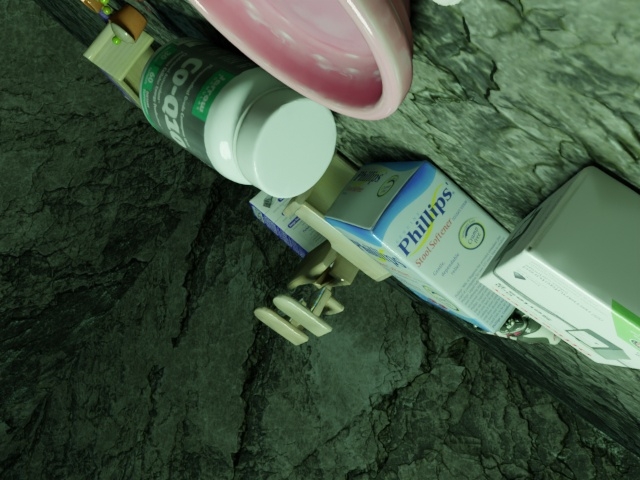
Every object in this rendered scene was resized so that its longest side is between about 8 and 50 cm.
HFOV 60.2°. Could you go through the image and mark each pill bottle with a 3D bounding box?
[{"bbox_3d":[-0.152,-0.223,0.983,0.361,0.204,0.204,33,174,38],"label":"pill bottle"}]

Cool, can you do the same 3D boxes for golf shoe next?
[{"bbox_3d":[0.457,0.201,1.320,0.120,0.105,0.273,30,177,-5],"label":"golf shoe"}]

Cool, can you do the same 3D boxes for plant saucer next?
[{"bbox_3d":[-0.039,-0.252,0.529,0.332,0.084,0.332,36,177,2],"label":"plant saucer"}]

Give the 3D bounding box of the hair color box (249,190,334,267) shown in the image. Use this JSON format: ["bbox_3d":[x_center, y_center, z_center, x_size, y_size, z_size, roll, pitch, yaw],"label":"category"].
[{"bbox_3d":[-0.028,-0.056,1.660,0.339,0.185,0.110,41,164,17],"label":"hair color box"}]

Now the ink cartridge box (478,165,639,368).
[{"bbox_3d":[0.317,0.047,0.638,0.198,0.114,0.273,36,176,12],"label":"ink cartridge box"}]

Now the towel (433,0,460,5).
[{"bbox_3d":[0.022,-0.255,0.194,0.317,0.053,0.332,39,175,-13],"label":"towel"}]

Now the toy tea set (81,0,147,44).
[{"bbox_3d":[-0.561,-0.557,1.247,0.336,0.124,0.200,37,176,7],"label":"toy tea set"}]

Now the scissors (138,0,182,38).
[{"bbox_3d":[-0.364,-0.489,1.122,0.109,0.021,0.297,31,174,38],"label":"scissors"}]

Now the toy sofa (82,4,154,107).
[{"bbox_3d":[-0.545,-0.502,1.576,0.177,0.150,0.362,36,176,0],"label":"toy sofa"}]

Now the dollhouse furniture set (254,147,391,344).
[{"bbox_3d":[0.000,0.000,1.302,0.257,0.362,0.394,38,149,-10],"label":"dollhouse furniture set"}]

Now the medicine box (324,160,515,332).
[{"bbox_3d":[0.187,-0.001,0.986,0.289,0.149,0.263,37,176,-17],"label":"medicine box"}]
